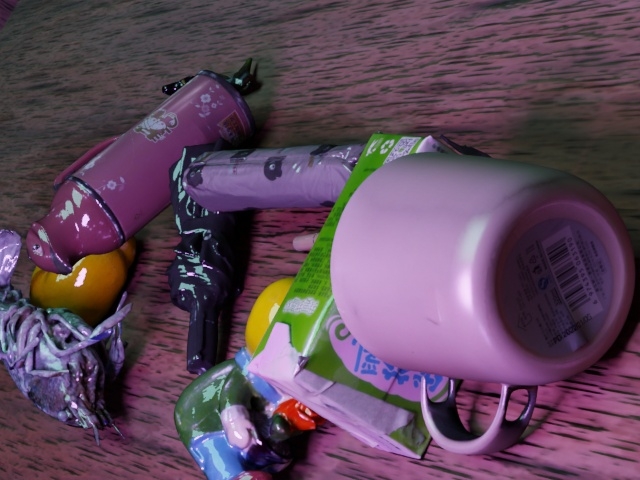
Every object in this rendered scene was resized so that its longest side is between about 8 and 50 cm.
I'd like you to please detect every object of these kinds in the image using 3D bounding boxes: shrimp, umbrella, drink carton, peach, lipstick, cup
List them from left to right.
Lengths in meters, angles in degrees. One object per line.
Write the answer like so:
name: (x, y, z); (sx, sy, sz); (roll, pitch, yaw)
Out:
shrimp: (-0.341, 0.114, 2.245); (0.410, 0.221, 0.166); (28, 106, 49)
peach: (-0.320, 0.038, 2.430); (0.179, 0.103, 0.179); (-41, 31, 31)
umbrella: (-0.132, 0.020, 2.127); (0.118, 0.118, 0.340); (-39, 35, 33)
umbrella: (-0.021, -0.070, 1.990); (0.337, 0.073, 0.067); (0, 63, 44)
lipstick: (0.000, 0.000, 1.986); (0.094, 0.019, 0.019); (-7, 53, 58)
drink carton: (0.069, 0.042, 1.633); (0.108, 0.161, 0.271); (3, 62, 62)
cup: (0.138, 0.056, 1.497); (0.200, 0.191, 0.253); (9, 97, 60)

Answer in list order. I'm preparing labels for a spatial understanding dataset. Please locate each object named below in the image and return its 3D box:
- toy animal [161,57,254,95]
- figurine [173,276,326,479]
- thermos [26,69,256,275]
toy animal: (-0.151, -0.197, 2.478); (0.202, 0.070, 0.105); (-18, 55, 47)
figurine: (-0.031, 0.139, 1.766); (0.234, 0.127, 0.185); (-39, 39, 6)
thermos: (-0.244, -0.084, 2.267); (0.330, 0.136, 0.109); (-42, -12, -22)
